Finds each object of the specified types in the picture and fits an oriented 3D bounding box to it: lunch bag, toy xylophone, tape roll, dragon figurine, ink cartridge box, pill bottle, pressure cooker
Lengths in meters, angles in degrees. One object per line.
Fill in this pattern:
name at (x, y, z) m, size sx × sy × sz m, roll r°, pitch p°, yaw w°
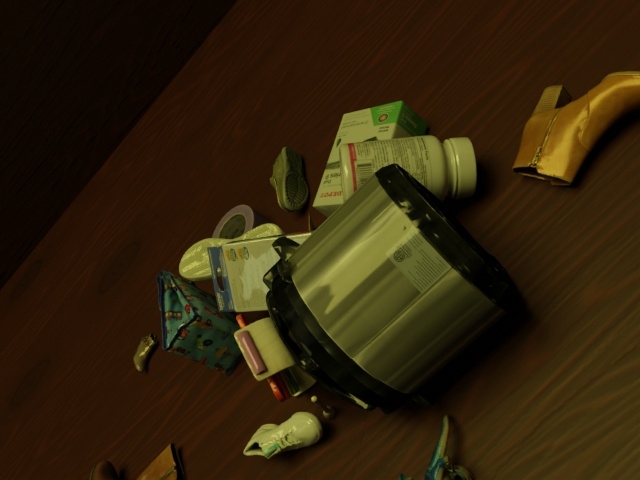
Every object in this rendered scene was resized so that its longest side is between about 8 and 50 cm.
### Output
lunch bag at (-0.332, 0.197, 1.721) m, size 0.138 × 0.221 × 0.293 m, roll -47°, pitch 39°, yaw 11°
toy xylophone at (-0.072, 0.280, 1.348) m, size 0.081 × 0.322 × 0.236 m, roll -31°, pitch 59°, yaw 0°
tape roll at (-0.241, -0.008, 1.887) m, size 0.189 × 0.080 × 0.188 m, roll -25°, pitch 48°, yaw 32°
dragon figurine at (0.193, 0.451, 1.101) m, size 0.144 × 0.085 × 0.289 m, roll -31°, pitch 46°, yaw 28°
ink cartridge box at (-0.132, 0.082, 1.583) m, size 0.311 × 0.065 × 0.185 m, roll -7°, pitch 98°, yaw 23°
pill bottle at (0.188, -0.147, 1.379) m, size 0.283 × 0.160 × 0.160 m, roll -5°, pitch 51°, yaw 0°
pressure cooker at (0.109, 0.105, 1.205) m, size 0.420 × 0.376 × 0.369 m, roll -45°, pitch 43°, yaw 12°
ink cartridge box at (0.128, -0.190, 1.595) m, size 0.211 × 0.122 × 0.289 m, roll -2°, pitch 63°, yaw 46°

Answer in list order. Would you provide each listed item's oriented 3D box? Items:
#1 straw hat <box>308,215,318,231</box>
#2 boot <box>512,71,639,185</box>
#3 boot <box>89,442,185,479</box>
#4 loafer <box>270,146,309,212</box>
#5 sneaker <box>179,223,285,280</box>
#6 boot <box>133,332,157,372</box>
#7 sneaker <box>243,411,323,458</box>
straw hat at (0.000, 0.000, 1.639) m, size 0.061 × 0.144 × 0.144 m, roll -1°, pitch 53°, yaw -3°
boot at (0.528, -0.208, 1.221) m, size 0.295 × 0.104 × 0.211 m, roll 8°, pitch 75°, yaw 54°
boot at (-0.498, 0.641, 1.684) m, size 0.280 × 0.096 × 0.264 m, roll -46°, pitch 39°, yaw 12°
loafer at (-0.097, -0.169, 1.855) m, size 0.087 × 0.094 × 0.251 m, roll -43°, pitch 34°, yaw 34°
sneaker at (-0.227, 0.062, 1.747) m, size 0.350 × 0.148 × 0.131 m, roll -12°, pitch 58°, yaw 25°
boot at (-0.556, 0.353, 1.992) m, size 0.087 × 0.042 × 0.118 m, roll -46°, pitch 40°, yaw 9°
sneaker at (-0.085, 0.444, 1.379) m, size 0.212 × 0.094 × 0.080 m, roll -30°, pitch 87°, yaw 39°
